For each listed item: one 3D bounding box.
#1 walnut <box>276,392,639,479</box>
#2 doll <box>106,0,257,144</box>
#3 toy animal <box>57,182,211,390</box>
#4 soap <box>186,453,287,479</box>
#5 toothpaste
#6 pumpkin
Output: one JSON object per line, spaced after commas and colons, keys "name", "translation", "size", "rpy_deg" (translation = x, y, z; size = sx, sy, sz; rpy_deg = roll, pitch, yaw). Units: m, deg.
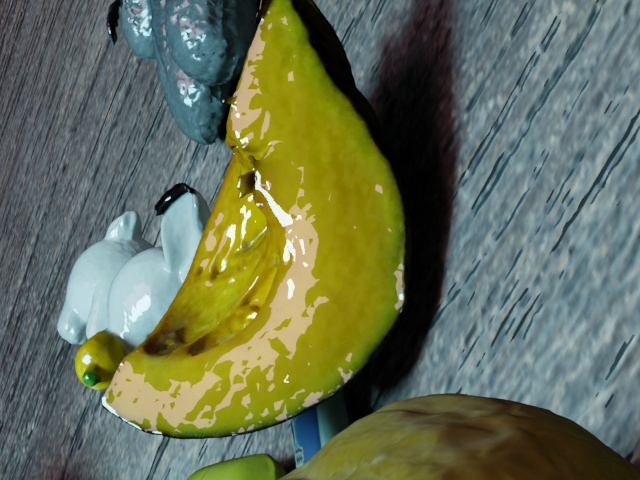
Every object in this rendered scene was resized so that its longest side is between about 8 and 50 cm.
{"name": "walnut", "translation": [0.049, 0.153, 0.640], "size": [0.225, 0.193, 0.193], "rpy_deg": [-175, 97, -72]}
{"name": "doll", "translation": [-0.124, -0.242, 1.307], "size": [0.246, 0.158, 0.340], "rpy_deg": [118, 154, -62]}
{"name": "toy animal", "translation": [-0.113, 0.027, 1.194], "size": [0.181, 0.131, 0.127], "rpy_deg": [-2, 99, 58]}
{"name": "soap", "translation": [-0.056, 0.172, 1.066], "size": [0.140, 0.045, 0.089], "rpy_deg": [-27, 50, 63]}
{"name": "toothpaste", "translation": [0.007, 0.139, 0.944], "size": [0.057, 0.035, 0.197], "rpy_deg": [103, 164, -49]}
{"name": "pumpkin", "translation": [0.000, 0.000, 0.987], "size": [0.254, 0.149, 0.130], "rpy_deg": [-68, -18, 2]}
